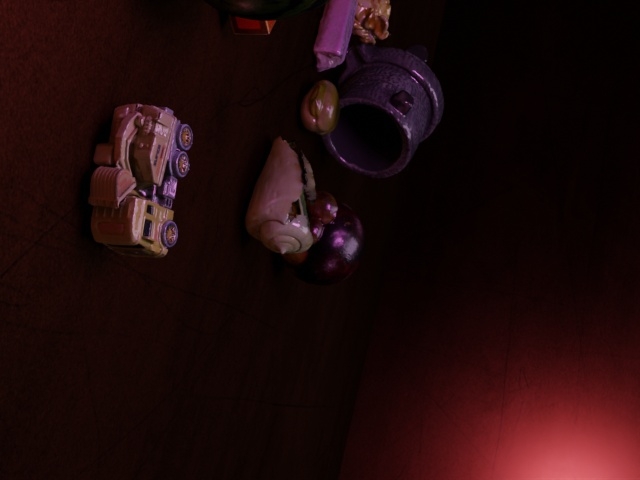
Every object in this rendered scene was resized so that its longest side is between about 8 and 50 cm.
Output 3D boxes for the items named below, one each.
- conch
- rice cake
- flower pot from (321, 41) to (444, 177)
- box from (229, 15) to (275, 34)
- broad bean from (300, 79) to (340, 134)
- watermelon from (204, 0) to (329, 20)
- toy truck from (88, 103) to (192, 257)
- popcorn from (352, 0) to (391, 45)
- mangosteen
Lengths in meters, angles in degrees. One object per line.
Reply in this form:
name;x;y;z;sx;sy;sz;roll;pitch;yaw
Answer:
conch;-0.062;-0.092;1.667;0.143;0.137;0.251;58;43;-70
rice cake;0.056;-0.572;1.991;0.064;0.070;0.399;56;44;-66
flower pot;0.151;-0.343;2.152;0.299;0.299;0.283;88;26;-43
box;-0.088;-0.460;1.395;0.153;0.074;0.240;72;30;-44
broad bean;0.001;-0.296;1.952;0.174;0.082;0.125;-70;167;-77
watermelon;-0.067;-0.423;1.115;0.285;0.285;0.285;10;90;-77
toy truck;-0.229;-0.080;1.076;0.116;0.085;0.191;28;68;-67
popcorn;0.103;-0.549;2.077;0.135;0.162;0.141;-49;123;-1
mangosteen;0.000;0.000;1.915;0.210;0.209;0.210;10;90;-77
